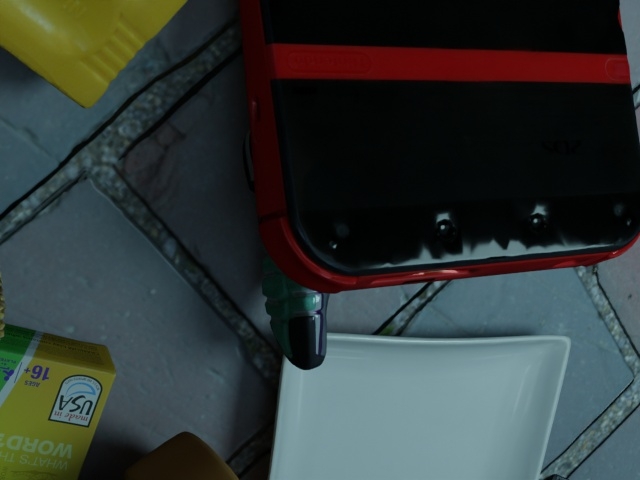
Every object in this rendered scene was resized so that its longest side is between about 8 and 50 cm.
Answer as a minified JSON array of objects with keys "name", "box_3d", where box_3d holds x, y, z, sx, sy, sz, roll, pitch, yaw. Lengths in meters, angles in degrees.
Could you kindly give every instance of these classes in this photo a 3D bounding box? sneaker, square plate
[{"name":"sneaker","box_3d":[0.000,0.000,0.701,0.098,0.083,0.224,-11,97,-30]},{"name":"square plate","box_3d":[0.091,0.256,0.850,0.347,0.049,0.344,4,104,-25]}]

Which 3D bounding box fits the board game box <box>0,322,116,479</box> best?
[{"name":"board game box","box_3d":[-0.334,0.213,0.635,0.242,0.064,0.317,17,97,-27]}]

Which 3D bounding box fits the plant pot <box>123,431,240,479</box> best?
[{"name":"plant pot","box_3d":[-0.129,0.329,0.620,0.203,0.291,0.291,-25,114,-25]}]

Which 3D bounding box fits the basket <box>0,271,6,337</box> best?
[{"name":"basket","box_3d":[-0.376,-0.036,0.484,0.299,0.214,0.223,-12,151,-8]}]

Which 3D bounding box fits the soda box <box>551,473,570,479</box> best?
[{"name":"soda box","box_3d":[0.266,0.333,0.902,0.169,0.053,0.060,-11,114,-57]}]

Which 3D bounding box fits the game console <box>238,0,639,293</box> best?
[{"name":"game console","box_3d":[0.120,-0.137,0.697,0.386,0.060,0.342,-4,84,-24]}]

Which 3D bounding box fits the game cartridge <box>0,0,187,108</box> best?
[{"name":"game cartridge","box_3d":[-0.145,-0.280,0.489,0.324,0.052,0.285,-50,141,1]}]
